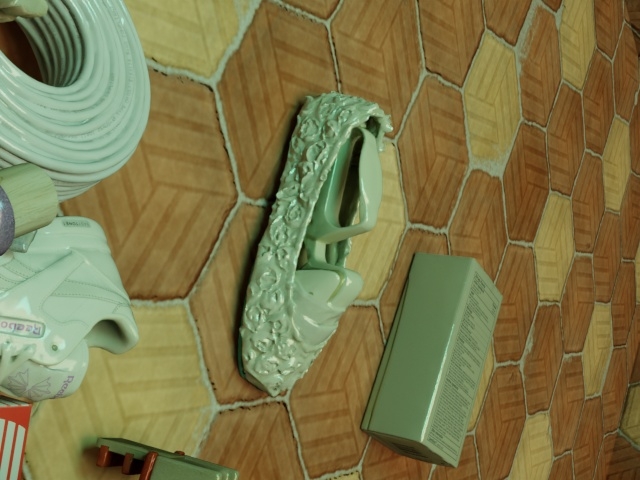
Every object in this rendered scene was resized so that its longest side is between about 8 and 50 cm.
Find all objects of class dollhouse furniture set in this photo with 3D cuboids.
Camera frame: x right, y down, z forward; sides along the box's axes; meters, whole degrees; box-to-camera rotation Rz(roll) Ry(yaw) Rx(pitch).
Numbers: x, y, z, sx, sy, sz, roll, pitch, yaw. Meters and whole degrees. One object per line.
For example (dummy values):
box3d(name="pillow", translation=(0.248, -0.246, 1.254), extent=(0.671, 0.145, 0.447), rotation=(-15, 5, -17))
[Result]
box3d(name="dollhouse furniture set", translation=(-0.181, 0.339, 0.862), extent=(0.262, 0.135, 0.259), rotation=(56, 46, -74))

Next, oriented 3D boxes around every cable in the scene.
box3d(name="cable", translation=(-0.245, -0.154, 0.685), extent=(0.257, 0.089, 0.257), rotation=(55, 33, -26))

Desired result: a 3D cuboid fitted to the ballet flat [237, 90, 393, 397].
box3d(name="ballet flat", translation=(0.000, 0.000, 1.097), extent=(0.147, 0.147, 0.408), rotation=(24, 76, -55))

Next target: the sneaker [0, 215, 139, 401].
box3d(name="sneaker", translation=(-0.264, 0.063, 0.686), extent=(0.305, 0.114, 0.152), rotation=(-13, 69, -54))

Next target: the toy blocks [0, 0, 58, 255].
box3d(name="toy blocks", translation=(-0.327, -0.090, 0.437), extent=(0.260, 0.309, 0.288), rotation=(-32, 120, -57))

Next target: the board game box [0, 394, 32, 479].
box3d(name="board game box", translation=(-0.307, 0.218, 0.663), extent=(0.147, 0.045, 0.193), rotation=(13, 84, -56))

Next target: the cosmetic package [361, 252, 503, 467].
box3d(name="cosmetic package", translation=(0.188, 0.193, 1.419), extent=(0.160, 0.113, 0.309), rotation=(46, 57, -49))
